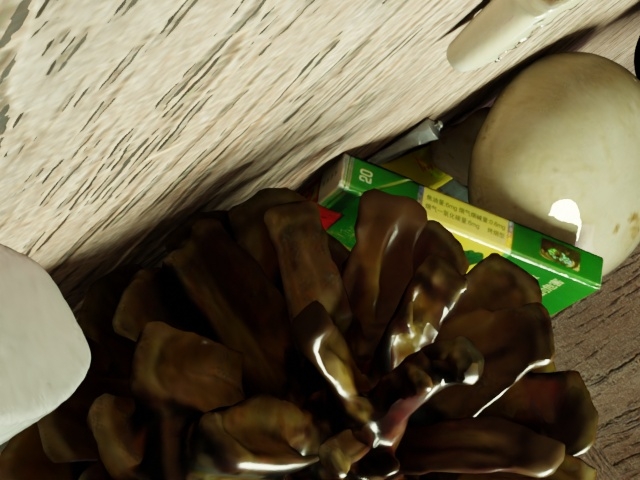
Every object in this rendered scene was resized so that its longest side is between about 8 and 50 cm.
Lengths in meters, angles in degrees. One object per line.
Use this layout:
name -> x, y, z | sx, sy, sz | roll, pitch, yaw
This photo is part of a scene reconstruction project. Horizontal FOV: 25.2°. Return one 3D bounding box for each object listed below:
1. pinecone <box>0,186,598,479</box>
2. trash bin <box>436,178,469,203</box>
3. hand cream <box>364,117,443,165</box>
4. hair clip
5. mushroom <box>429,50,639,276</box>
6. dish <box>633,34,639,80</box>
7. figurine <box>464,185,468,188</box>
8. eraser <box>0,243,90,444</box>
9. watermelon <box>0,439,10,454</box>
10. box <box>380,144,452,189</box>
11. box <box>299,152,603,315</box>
pinecone -> 0.000, 0.144, 0.935 | 0.397, 0.398, 0.398 | -32, 175, -3
trash bin -> 0.103, 0.019, 1.541 | 0.161, 0.175, 0.175 | -40, 178, -17
hand cream -> 0.059, -0.074, 1.164 | 0.093, 0.019, 0.030 | -27, 179, 21
hair clip -> 0.155, -0.159, 0.791 | 0.226, 0.034, 0.072 | -32, 172, 24
mushroom -> 0.188, -0.065, 1.232 | 0.204, 0.204, 0.204 | -32, 175, -3
dish -> 0.340, -0.153, 1.250 | 0.133, 0.273, 0.273 | 11, 175, 2
figurine -> 0.126, 0.034, 1.831 | 0.421, 0.154, 0.193 | -30, 170, -36
eraser -> -0.241, 0.100, 0.577 | 0.270, 0.095, 0.174 | -34, 172, 13
watermelon -> -0.203, 0.221, 1.352 | 0.258, 0.228, 0.387 | -27, -179, -19
box -> 0.001, 0.000, 1.346 | 0.279, 0.041, 0.153 | -35, 175, 32
box -> 0.091, 0.008, 1.141 | 0.132, 0.235, 0.034 | -40, -146, 57
